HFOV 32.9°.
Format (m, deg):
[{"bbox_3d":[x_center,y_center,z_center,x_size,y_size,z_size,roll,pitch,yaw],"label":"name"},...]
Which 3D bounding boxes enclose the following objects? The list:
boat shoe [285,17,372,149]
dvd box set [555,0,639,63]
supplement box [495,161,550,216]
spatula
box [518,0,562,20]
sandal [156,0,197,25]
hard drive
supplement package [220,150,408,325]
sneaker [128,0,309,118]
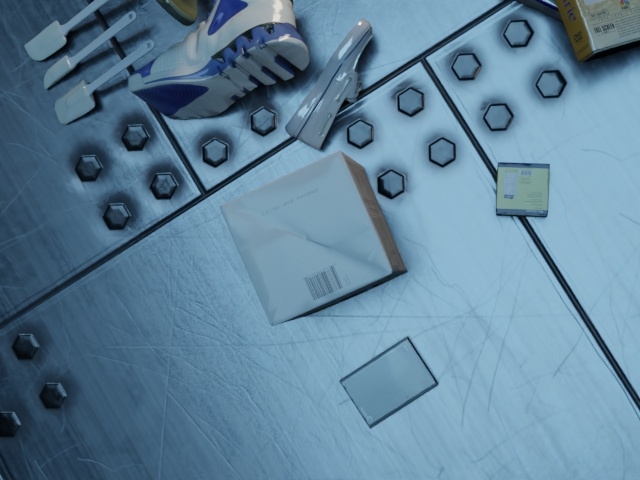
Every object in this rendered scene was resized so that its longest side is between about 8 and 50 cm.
[{"bbox_3d":[0.032,-0.254,1.788,0.075,0.083,0.226,34,106,-3],"label":"boat shoe"},{"bbox_3d":[0.459,-0.507,1.662,0.307,0.062,0.420,-19,85,-18],"label":"dvd box set"},{"bbox_3d":[0.324,-0.080,1.736,0.083,0.056,0.083,3,89,10],"label":"supplement box"},{"bbox_3d":[-0.391,-0.324,1.854,0.242,0.019,0.168,-29,78,23],"label":"spatula"},{"bbox_3d":[0.369,-0.440,1.730,0.126,0.072,0.137,27,92,8],"label":"box"},{"bbox_3d":[-0.220,-0.487,1.757,0.086,0.120,0.303,-17,57,35],"label":"sandal"},{"bbox_3d":[0.112,0.234,1.781,0.135,0.022,0.094,-34,84,7],"label":"hard drive"},{"bbox_3d":[0.000,0.000,1.684,0.199,0.262,0.198,-24,85,8],"label":"supplement package"},{"bbox_3d":[-0.159,-0.330,1.800,0.315,0.127,0.182,-17,59,25],"label":"sneaker"}]
